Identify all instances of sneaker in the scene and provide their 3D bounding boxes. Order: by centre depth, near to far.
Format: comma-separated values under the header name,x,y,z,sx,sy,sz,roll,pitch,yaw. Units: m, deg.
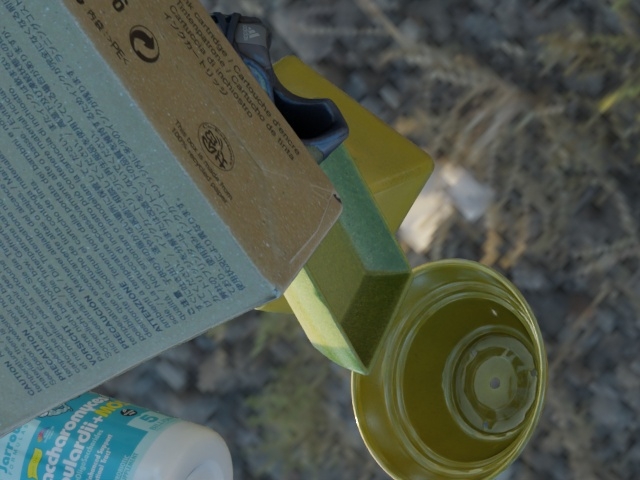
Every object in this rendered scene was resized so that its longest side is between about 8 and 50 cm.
name,x,y,z,sx,sy,sz,roll,pitch,yaw
sneaker,-0.101,-0.126,1.337,0.121,0.111,0.300,-34,132,23

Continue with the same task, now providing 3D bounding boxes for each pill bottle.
name,x,y,z,sx,sy,sz,roll,pitch,yaw
pill bottle,-0.226,0.215,1.830,0.264,0.146,0.146,13,133,26

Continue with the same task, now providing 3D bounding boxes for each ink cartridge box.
name,x,y,z,sx,sy,sz,roll,pitch,yaw
ink cartridge box,-0.137,-0.051,0.853,0.193,0.088,0.234,-26,107,34

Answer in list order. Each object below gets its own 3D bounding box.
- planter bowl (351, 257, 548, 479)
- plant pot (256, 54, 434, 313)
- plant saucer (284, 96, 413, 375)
name,x,y,z,sx,sy,sz,roll,pitch,yaw
planter bowl,0.140,0.129,1.794,0.217,0.090,0.217,-8,78,39
plant pot,-0.045,-0.043,2.069,0.212,0.187,0.212,38,119,15
plant saucer,0.000,0.000,1.622,0.045,0.188,0.188,-22,108,24
